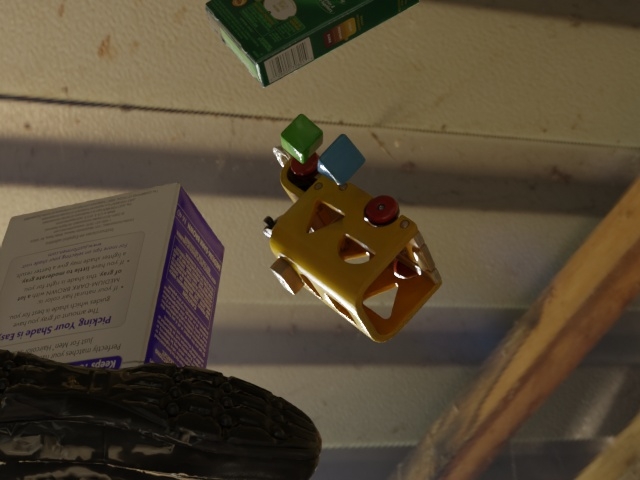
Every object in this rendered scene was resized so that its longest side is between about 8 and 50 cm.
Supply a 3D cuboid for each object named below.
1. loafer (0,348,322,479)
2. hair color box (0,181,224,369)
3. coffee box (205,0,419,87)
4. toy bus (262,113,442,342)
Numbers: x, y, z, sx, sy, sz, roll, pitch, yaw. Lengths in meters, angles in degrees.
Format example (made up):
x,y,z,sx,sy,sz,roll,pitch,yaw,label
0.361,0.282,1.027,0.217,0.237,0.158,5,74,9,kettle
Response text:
x,y,z,sx,sy,sz,roll,pitch,yaw,label
-0.112,0.108,0.466,0.223,0.076,0.078,7,-71,-8,loafer
-0.200,0.122,0.743,0.185,0.339,0.110,-10,-42,18,hair color box
-0.007,-0.233,0.875,0.184,0.113,0.040,-32,-34,-11,coffee box
0.006,0.002,0.786,0.191,0.202,0.104,45,-102,-5,toy bus
